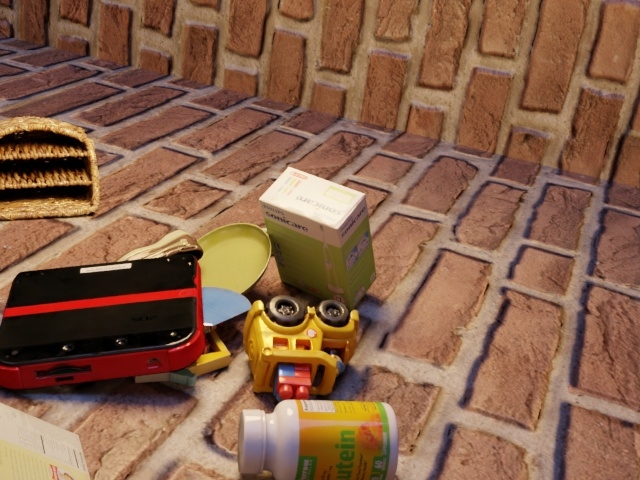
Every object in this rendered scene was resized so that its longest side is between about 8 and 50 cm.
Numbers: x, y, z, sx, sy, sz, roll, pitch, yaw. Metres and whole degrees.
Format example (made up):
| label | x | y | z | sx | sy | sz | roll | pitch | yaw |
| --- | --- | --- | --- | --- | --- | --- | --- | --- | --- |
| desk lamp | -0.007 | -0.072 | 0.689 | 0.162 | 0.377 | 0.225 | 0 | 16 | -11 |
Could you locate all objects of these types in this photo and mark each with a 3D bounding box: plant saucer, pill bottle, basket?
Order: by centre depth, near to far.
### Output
| label | x | y | z | sx | sy | sz | roll | pitch | yaw |
| --- | --- | --- | --- | --- | --- | --- | --- | --- | --- |
| pill bottle | -0.007 | 0.329 | 1.360 | 0.246 | 0.136 | 0.136 | 4 | 25 | -10 |
| plant saucer | -0.214 | 0.061 | 1.875 | 0.241 | 0.037 | 0.241 | -16 | 43 | 15 |
| basket | -0.733 | -0.194 | 2.165 | 0.299 | 0.213 | 0.223 | -3 | 26 | -24 |

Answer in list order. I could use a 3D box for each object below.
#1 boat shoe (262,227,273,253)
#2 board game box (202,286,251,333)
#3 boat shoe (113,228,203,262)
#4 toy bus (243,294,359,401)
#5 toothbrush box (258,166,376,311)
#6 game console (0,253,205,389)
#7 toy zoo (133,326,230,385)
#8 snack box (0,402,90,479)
| label | x | y | z | sx | sy | sz | roll | pitch | yaw |
| --- | --- | --- | --- | --- | --- | --- | --- | --- | --- |
| boat shoe | -0.099 | 0.000 | 2.126 | 0.219 | 0.077 | 0.070 | -15 | 32 | -26 |
| board game box | -0.229 | 0.146 | 1.718 | 0.133 | 0.033 | 0.169 | 22 | 27 | 33 |
| boat shoe | -0.366 | 0.063 | 1.831 | 0.095 | 0.095 | 0.257 | 33 | 53 | 29 |
| toy bus | -0.028 | 0.226 | 1.591 | 0.220 | 0.149 | 0.211 | 5 | 38 | -14 |
| toothbrush box | 0.000 | 0.000 | 1.878 | 0.206 | 0.283 | 0.122 | 21 | 56 | 28 |
| game console | -0.422 | 0.147 | 1.624 | 0.387 | 0.060 | 0.342 | -6 | 30 | -7 |
| toy zoo | -0.306 | 0.195 | 1.665 | 0.192 | 0.030 | 0.293 | -7 | 33 | -30 |
| snack box | -0.402 | 0.346 | 1.155 | 0.187 | 0.060 | 0.322 | 35 | 4 | -32 |
